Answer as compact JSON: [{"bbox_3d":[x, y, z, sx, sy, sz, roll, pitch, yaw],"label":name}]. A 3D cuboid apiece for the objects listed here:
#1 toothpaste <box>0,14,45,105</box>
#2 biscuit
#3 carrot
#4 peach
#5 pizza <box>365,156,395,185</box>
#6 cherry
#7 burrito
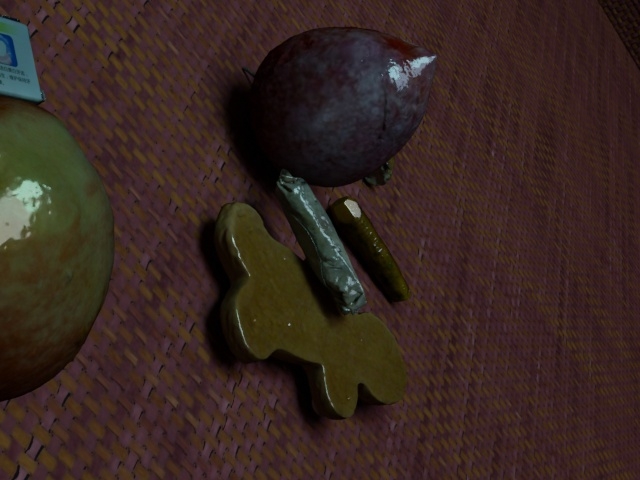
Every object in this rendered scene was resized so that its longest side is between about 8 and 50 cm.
[{"bbox_3d":[-0.371,-0.162,0.926,0.336,0.067,0.081,6,64,-56],"label":"toothpaste"},{"bbox_3d":[-0.009,0.104,1.341,0.339,0.047,0.216,31,45,-47],"label":"biscuit"},{"bbox_3d":[0.068,0.015,1.545,0.171,0.042,0.042,57,30,-22],"label":"carrot"},{"bbox_3d":[-0.270,0.011,0.814,0.256,0.232,0.232,-36,100,-51],"label":"peach"},{"bbox_3d":[0.058,-0.169,1.648,0.161,0.062,0.182,29,50,-57],"label":"pizza"},{"bbox_3d":[0.028,-0.169,1.400,0.192,0.249,0.175,69,20,3],"label":"cherry"},{"bbox_3d":[-0.002,0.001,1.340,0.188,0.045,0.058,64,4,1],"label":"burrito"}]
